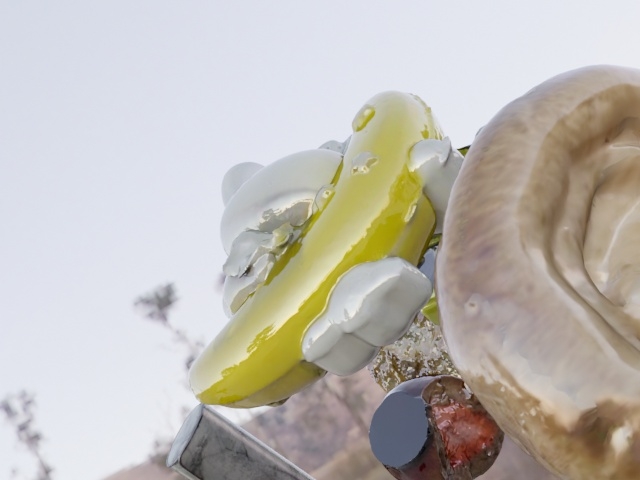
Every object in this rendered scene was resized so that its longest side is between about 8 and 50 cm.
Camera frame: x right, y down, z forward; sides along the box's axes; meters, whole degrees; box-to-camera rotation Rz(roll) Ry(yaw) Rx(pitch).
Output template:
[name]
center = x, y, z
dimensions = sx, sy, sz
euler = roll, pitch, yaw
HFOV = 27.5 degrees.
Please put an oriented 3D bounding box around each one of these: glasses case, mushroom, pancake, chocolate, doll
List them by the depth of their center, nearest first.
[mushroom]
center = 0.181, 0.023, 0.587
dimensions = 0.278, 0.278, 0.146
euler = -23, -20, -27
[doll]
center = 0.000, 0.000, 0.858
dimensions = 0.111, 0.237, 0.252
euler = 32, -39, -25
[chocolate]
center = 0.129, 0.204, 1.373
dimensions = 0.133, 0.127, 0.124
euler = 23, -80, -32
[pancake]
center = 0.170, 0.120, 1.812
dimensions = 0.065, 0.356, 0.356
euler = -20, -20, -41
[glasses case]
center = -0.090, 0.369, 1.983
dimensions = 0.060, 0.299, 0.114
euler = -24, 34, 52

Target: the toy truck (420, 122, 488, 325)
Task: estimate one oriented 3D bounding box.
[toy truck]
center = 0.186, 0.003, 0.985
dimensions = 0.272, 0.157, 0.124
euler = -1, -18, -37
